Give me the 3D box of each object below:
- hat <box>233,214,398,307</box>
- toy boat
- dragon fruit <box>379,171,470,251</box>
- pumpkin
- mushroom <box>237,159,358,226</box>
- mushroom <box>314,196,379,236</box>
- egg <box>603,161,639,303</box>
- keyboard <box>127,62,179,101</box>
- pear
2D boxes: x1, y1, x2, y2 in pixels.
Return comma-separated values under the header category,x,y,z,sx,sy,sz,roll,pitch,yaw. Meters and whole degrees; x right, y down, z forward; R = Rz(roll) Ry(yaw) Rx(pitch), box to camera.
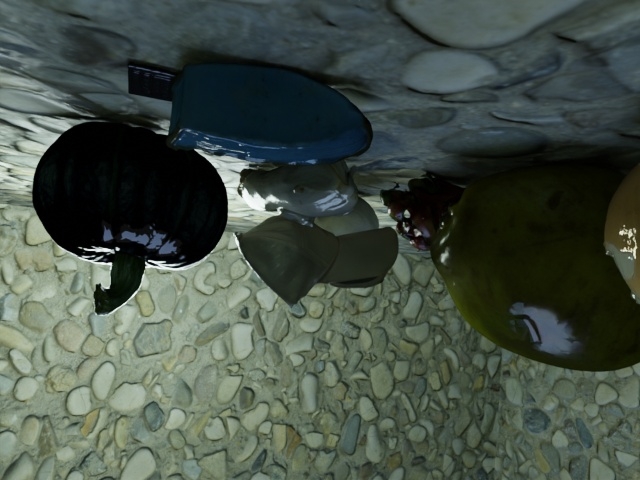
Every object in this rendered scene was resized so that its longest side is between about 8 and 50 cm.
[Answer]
category,x,y,z,sx,sy,sz,roll,pitch,yaw
hat,0.000,0.000,0.770,0.226,0.164,0.219,-32,-165,-3
toy boat,-0.039,-0.102,0.425,0.185,0.075,0.077,2,174,-14
dragon fruit,0.177,-0.048,0.745,0.175,0.142,0.138,28,125,-27
pumpkin,-0.253,-0.020,0.647,0.247,0.248,0.248,5,176,0
mushroom,-0.045,-0.078,0.712,0.278,0.096,0.099,3,131,50
mushroom,0.019,-0.053,0.899,0.118,0.103,0.270,4,170,27
egg,0.371,-0.008,0.380,0.201,0.201,0.244,8,165,-31
keyboard,-0.080,-0.135,0.472,0.202,0.011,0.067,6,175,-21
pear,0.300,0.031,0.614,0.321,0.269,0.269,28,172,-8
